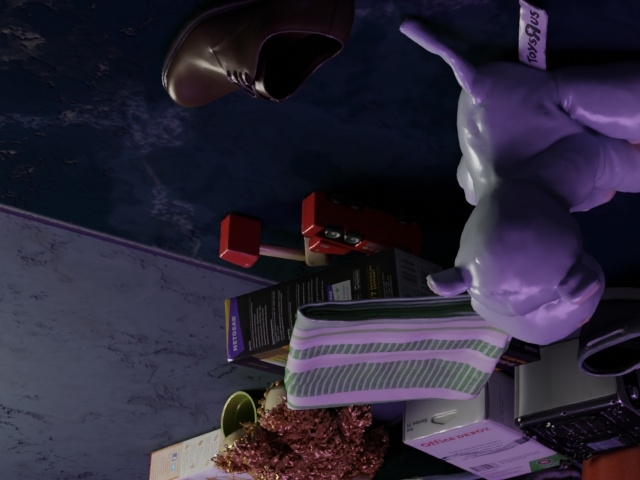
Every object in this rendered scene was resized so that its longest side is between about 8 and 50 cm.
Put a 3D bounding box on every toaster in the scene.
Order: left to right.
[{"bbox_3d":[0.353,0.213,1.822,0.185,0.110,0.168,-20,143,34],"label":"toaster"}]

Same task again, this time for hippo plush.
[{"bbox_3d":[0.218,-0.038,1.246,0.234,0.236,0.294,-6,150,16],"label":"hippo plush"}]

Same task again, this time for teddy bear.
[{"bbox_3d":[-0.016,0.304,1.952,0.245,0.113,0.338,-40,145,-11],"label":"teddy bear"}]

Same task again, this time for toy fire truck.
[{"bbox_3d":[0.000,0.000,1.527,0.192,0.047,0.135,16,150,-27],"label":"toy fire truck"}]

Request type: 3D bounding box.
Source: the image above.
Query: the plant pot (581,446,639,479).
[{"bbox_3d":[0.472,0.363,1.915,0.272,0.265,0.272,3,154,1],"label":"plant pot"}]

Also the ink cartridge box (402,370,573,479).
[{"bbox_3d":[0.236,0.259,1.936,0.153,0.087,0.208,-22,144,37],"label":"ink cartridge box"}]

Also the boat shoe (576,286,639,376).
[{"bbox_3d":[0.428,0.116,1.559,0.319,0.099,0.116,-1,141,46],"label":"boat shoe"}]

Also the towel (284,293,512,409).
[{"bbox_3d":[0.087,0.126,1.504,0.248,0.038,0.325,-2,160,-6],"label":"towel"}]

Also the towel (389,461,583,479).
[{"bbox_3d":[0.191,0.420,2.168,0.374,0.090,0.320,3,159,-35],"label":"towel"}]

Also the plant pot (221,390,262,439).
[{"bbox_3d":[-0.087,0.262,1.988,0.079,0.083,0.083,11,152,-39],"label":"plant pot"}]

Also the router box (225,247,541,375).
[{"bbox_3d":[0.078,0.106,1.624,0.243,0.081,0.309,-18,156,34],"label":"router box"}]

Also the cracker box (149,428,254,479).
[{"bbox_3d":[-0.136,0.356,2.161,0.155,0.067,0.232,27,142,-37],"label":"cracker box"}]

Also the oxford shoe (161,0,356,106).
[{"bbox_3d":[-0.063,-0.159,1.197,0.083,0.096,0.227,23,147,-36],"label":"oxford shoe"}]
